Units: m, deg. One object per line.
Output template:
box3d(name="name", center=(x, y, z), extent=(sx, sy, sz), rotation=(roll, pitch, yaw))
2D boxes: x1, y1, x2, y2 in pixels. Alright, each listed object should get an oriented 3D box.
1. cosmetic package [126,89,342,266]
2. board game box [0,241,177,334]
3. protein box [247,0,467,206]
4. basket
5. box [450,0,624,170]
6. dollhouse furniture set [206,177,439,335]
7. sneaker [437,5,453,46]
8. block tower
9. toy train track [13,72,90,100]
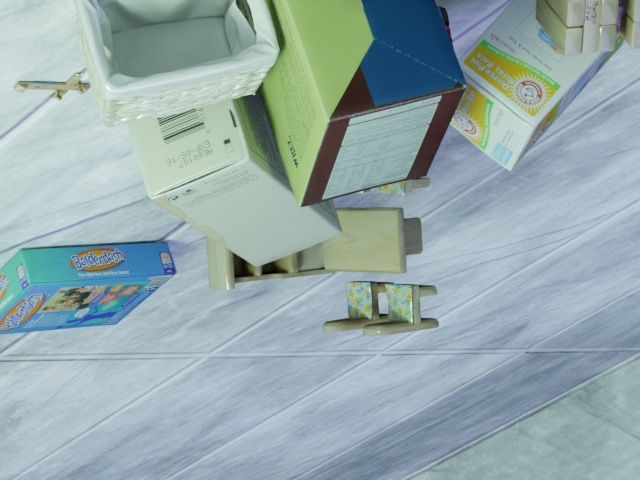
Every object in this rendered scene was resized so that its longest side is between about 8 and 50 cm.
box3d(name="cosmetic package", center=(-0.091, -0.092, 2.031), extent=(0.113, 0.160, 0.309), rotation=(-22, 160, 11))
box3d(name="board game box", center=(-0.305, 0.059, 2.418), extent=(0.210, 0.047, 0.160), rotation=(-4, 156, -40))
box3d(name="protein box", center=(0.025, -0.170, 1.854), extent=(0.136, 0.200, 0.201), rotation=(-14, 161, -14))
box3d(name="basket", center=(-0.136, -0.181, 1.810), extent=(0.167, 0.113, 0.103), rotation=(-14, 165, -16))
box3d(name="box", center=(0.223, -0.188, 2.012), extent=(0.203, 0.103, 0.114), rotation=(-47, 171, -22))
box3d(name="dollhouse furniture set", center=(0.000, 0.000, 2.308), extent=(0.161, 0.212, 0.242), rotation=(-6, -176, -38))
box3d(name="sneaker", center=(0.058, -0.166, 2.102), extent=(0.125, 0.104, 0.262), rotation=(-2, 151, -11))
box3d(name="block tower", center=(0.386, -0.252, 1.930), extent=(0.335, 0.097, 0.091), rotation=(-8, 123, -11))
box3d(name="toy train track", center=(-0.260, -0.146, 1.935), extent=(0.083, 0.014, 0.048), rotation=(-1, 154, -41))
